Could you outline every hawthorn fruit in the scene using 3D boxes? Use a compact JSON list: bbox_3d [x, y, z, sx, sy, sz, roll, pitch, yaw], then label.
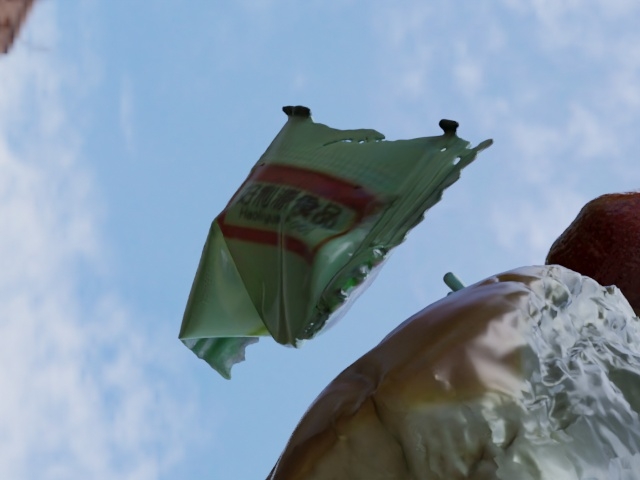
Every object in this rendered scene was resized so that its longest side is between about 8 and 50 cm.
[{"bbox_3d":[0.301,0.044,1.666,0.188,0.169,0.169,59,-41,39],"label":"hawthorn fruit"}]

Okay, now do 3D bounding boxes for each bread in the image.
[{"bbox_3d":[0.083,0.161,0.837,0.225,0.250,0.279,39,-64,25],"label":"bread"}]

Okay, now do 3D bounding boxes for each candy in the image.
[{"bbox_3d":[0.005,0.004,1.728,0.263,0.172,0.398,-58,-160,-15],"label":"candy"}]

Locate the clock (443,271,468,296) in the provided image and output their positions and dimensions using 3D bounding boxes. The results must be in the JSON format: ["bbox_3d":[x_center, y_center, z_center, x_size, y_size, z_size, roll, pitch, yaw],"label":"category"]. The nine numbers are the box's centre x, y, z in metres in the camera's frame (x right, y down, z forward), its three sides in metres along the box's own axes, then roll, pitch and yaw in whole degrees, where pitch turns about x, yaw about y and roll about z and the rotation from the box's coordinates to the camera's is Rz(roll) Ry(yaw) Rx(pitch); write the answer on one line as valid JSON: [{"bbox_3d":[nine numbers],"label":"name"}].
[{"bbox_3d":[0.141,0.116,1.217,0.066,0.159,0.211,-46,-133,40],"label":"clock"}]
